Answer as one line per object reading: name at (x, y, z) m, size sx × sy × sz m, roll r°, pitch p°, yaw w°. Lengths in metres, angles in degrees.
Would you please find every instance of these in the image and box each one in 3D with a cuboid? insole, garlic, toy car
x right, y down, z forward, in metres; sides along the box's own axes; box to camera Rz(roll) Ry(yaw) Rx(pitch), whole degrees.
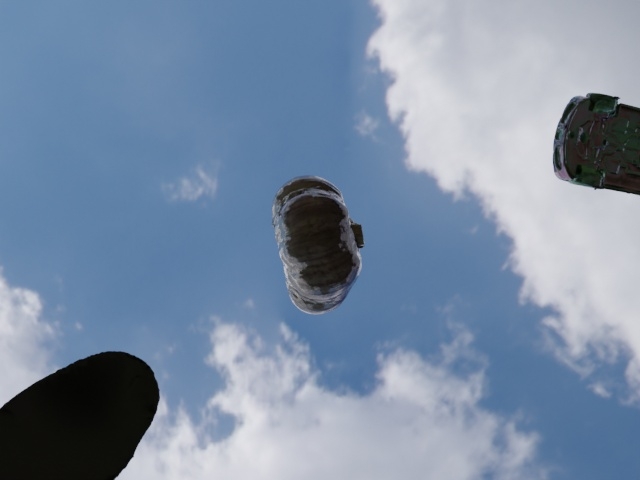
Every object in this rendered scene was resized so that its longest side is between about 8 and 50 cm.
insole at (-0.275, 0.228, 0.788) m, size 0.119 × 0.009 × 0.348 m, roll 48°, pitch -110°, yaw -14°
garlic at (0.000, 0.000, 1.078) m, size 0.101 × 0.147 × 0.159 m, roll -15°, pitch -125°, yaw 3°
toy car at (0.227, -0.070, 0.703) m, size 0.142 × 0.055 × 0.069 m, roll 7°, pitch -83°, yaw -31°
